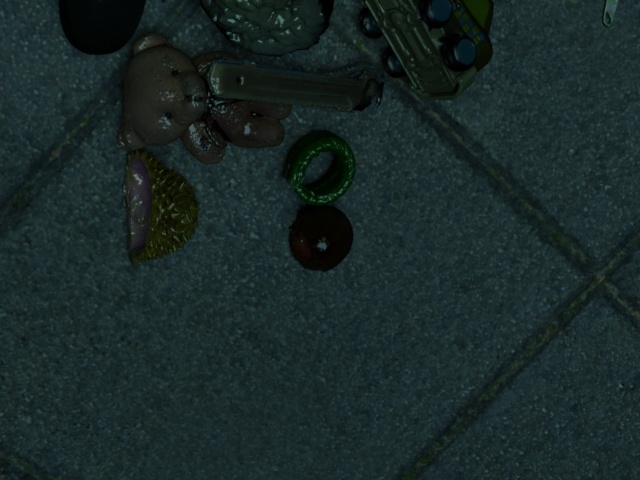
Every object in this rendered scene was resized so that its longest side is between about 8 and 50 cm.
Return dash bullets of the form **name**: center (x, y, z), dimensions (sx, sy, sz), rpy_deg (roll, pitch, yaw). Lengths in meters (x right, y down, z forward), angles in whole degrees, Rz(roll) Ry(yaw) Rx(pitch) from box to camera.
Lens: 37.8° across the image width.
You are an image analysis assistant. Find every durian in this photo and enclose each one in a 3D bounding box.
- **durian**: center (-0.287, -0.051, 1.620), dimensions (0.132, 0.165, 0.182), rpy_deg (10, 76, 13)

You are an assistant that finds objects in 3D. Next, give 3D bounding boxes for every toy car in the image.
- **toy car**: center (0.207, -0.386, 1.600), dimensions (0.198, 0.204, 0.248), rpy_deg (-44, 115, -21)

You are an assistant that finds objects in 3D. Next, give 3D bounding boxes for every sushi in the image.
- **sushi**: center (-0.110, -0.453, 1.454), dimensions (0.211, 0.171, 0.350), rpy_deg (-21, 133, 31)

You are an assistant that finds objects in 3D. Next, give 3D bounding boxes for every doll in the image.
- **doll**: center (-0.180, -0.226, 1.557), dimensions (0.303, 0.156, 0.201), rpy_deg (7, 95, -23)

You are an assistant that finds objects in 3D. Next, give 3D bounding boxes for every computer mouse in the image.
- **computer mouse**: center (-0.335, -0.404, 1.448), dimensions (0.137, 0.086, 0.270), rpy_deg (-7, 125, -25)

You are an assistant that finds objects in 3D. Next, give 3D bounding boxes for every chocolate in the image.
- **chocolate**: center (0.000, 0.000, 1.702), dimensions (0.127, 0.133, 0.124), rpy_deg (-46, 118, 7)

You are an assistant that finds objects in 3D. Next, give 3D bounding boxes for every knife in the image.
- **knife**: center (0.551, -0.498, 1.730), dimensions (0.030, 0.014, 0.207), rpy_deg (0, 112, -15)
- **knife**: center (-0.040, -0.266, 1.579), dimensions (0.365, 0.043, 0.089), rpy_deg (-3, 91, -38)

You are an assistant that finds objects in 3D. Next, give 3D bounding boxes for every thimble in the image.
- **thimble**: center (-0.003, -0.129, 1.674), dimensions (0.130, 0.090, 0.118), rpy_deg (-28, 116, -3)
